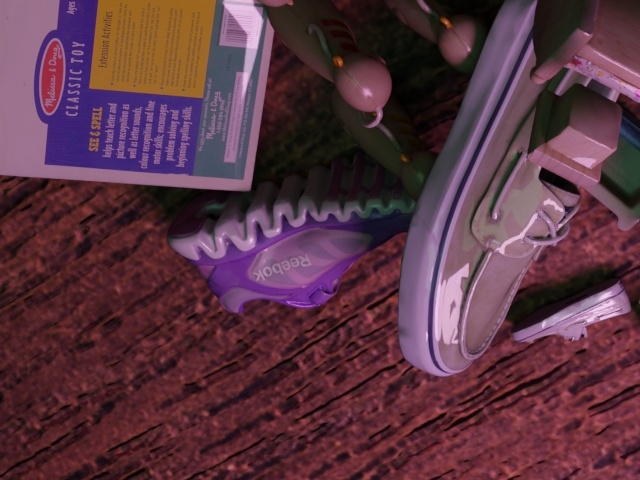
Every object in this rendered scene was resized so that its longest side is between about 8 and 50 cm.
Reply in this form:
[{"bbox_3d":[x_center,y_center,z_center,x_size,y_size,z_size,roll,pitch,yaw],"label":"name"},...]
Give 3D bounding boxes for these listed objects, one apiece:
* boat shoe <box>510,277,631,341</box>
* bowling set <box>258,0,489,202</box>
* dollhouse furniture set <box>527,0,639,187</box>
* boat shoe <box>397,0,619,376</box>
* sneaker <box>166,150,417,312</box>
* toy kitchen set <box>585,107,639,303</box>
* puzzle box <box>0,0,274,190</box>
[{"bbox_3d":[0.204,0.065,1.537,0.100,0.035,0.035,-26,101,12],"label":"boat shoe"},{"bbox_3d":[0.057,-0.183,1.378,0.200,0.154,0.287,-42,133,3],"label":"bowling set"},{"bbox_3d":[0.261,-0.102,1.259,0.303,0.355,0.174,27,145,-15],"label":"dollhouse furniture set"},{"bbox_3d":[0.140,-0.038,1.379,0.094,0.109,0.302,22,100,34],"label":"boat shoe"},{"bbox_3d":[0.000,0.000,1.525,0.236,0.095,0.104,-13,114,20],"label":"sneaker"},{"bbox_3d":[0.231,-0.061,1.411,0.207,0.166,0.122,38,113,-5],"label":"toy kitchen set"},{"bbox_3d":[-0.162,-0.232,1.417,0.272,0.052,0.409,4,119,-11],"label":"puzzle box"}]
